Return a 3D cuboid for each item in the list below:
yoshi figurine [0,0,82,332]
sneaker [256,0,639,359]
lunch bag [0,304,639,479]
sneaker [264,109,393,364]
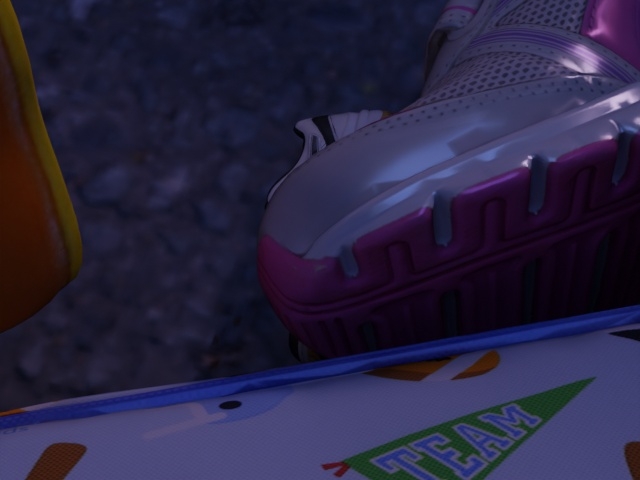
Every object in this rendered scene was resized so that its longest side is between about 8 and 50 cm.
[{"bbox_3d":[-0.249,0.006,0.354,0.362,0.203,0.203,-29,67,-18],"label":"yoshi figurine"},{"bbox_3d":[0.076,-0.052,0.502,0.252,0.103,0.111,-29,62,-28],"label":"sneaker"},{"bbox_3d":[0.056,0.105,0.372,0.303,0.115,0.243,-8,29,-6],"label":"lunch bag"},{"bbox_3d":[0.000,0.000,0.513,0.037,0.032,0.083,4,58,20],"label":"sneaker"}]
